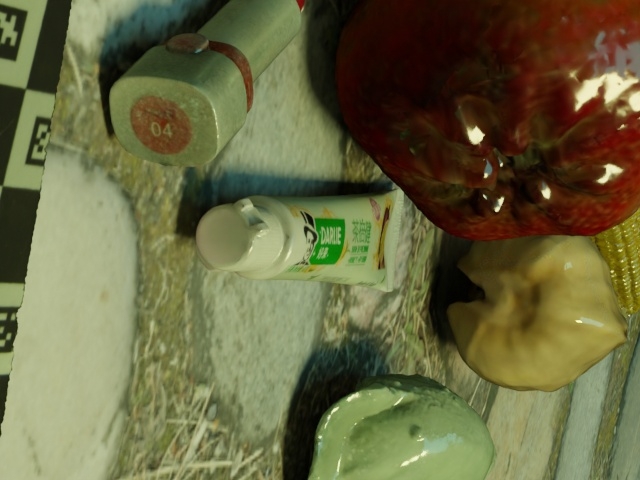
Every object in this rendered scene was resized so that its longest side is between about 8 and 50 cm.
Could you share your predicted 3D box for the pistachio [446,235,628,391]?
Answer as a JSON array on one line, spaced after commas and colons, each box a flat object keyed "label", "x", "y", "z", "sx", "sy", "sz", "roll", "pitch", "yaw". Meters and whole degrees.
[{"label": "pistachio", "x": 0.189, "y": 0.057, "z": 1.356, "sx": 0.229, "sy": 0.157, "sz": 0.157, "roll": 28, "pitch": 74, "yaw": -77}]

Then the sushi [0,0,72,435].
[{"label": "sushi", "x": -0.193, "y": -0.005, "z": 0.633, "sx": 0.192, "sy": 0.051, "sz": 0.215, "roll": -5, "pitch": 110, "yaw": -61}]

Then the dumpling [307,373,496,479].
[{"label": "dumpling", "x": 0.050, "y": 0.162, "z": 1.182, "sx": 0.219, "sy": 0.153, "sz": 0.108, "roll": 38, "pitch": 21, "yaw": -47}]

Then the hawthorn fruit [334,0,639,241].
[{"label": "hawthorn fruit", "x": 0.136, "y": -0.148, "z": 1.097, "sx": 0.300, "sy": 0.254, "sz": 0.254, "roll": -88, "pitch": 167, "yaw": -44}]

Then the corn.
[{"label": "corn", "x": 0.303, "y": -0.002, "z": 1.652, "sx": 0.080, "sy": 0.080, "sz": 0.238, "roll": -61, "pitch": 149, "yaw": -33}]

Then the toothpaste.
[{"label": "toothpaste", "x": 0.000, "y": 0.000, "z": 1.055, "sx": 0.058, "sy": 0.056, "sz": 0.314, "roll": -42, "pitch": 166, "yaw": 17}]

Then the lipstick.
[{"label": "lipstick", "x": -0.050, "y": -0.110, "z": 0.893, "sx": 0.186, "sy": 0.063, "sz": 0.057, "roll": -56, "pitch": 149, "yaw": -52}]
